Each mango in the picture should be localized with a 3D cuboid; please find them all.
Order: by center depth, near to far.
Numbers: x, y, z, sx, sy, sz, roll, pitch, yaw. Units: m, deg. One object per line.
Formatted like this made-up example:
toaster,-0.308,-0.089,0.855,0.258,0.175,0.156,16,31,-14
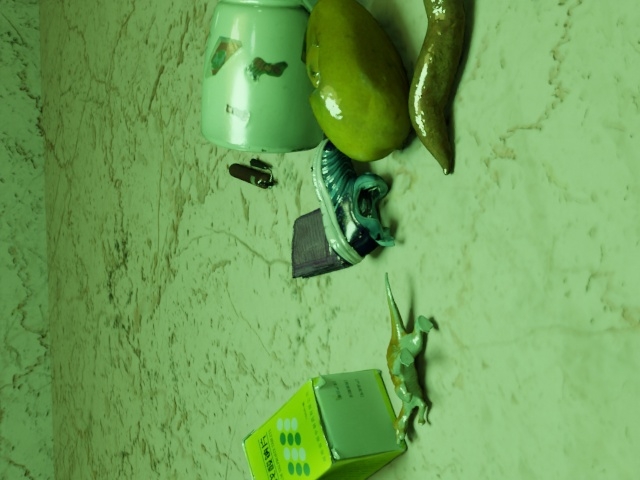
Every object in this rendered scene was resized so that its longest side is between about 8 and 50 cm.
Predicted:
mango,0.050,-0.240,1.223,0.130,0.167,0.262,-30,59,37

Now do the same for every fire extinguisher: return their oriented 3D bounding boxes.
fire extinguisher,-0.125,-0.129,1.602,0.049,0.035,0.173,-49,33,-11

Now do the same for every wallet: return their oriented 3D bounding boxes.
wallet,-0.001,0.000,1.397,0.166,0.030,0.111,-19,72,55

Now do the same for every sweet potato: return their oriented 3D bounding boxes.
sweet potato,0.157,-0.233,1.137,0.059,0.067,0.282,-66,-19,-76

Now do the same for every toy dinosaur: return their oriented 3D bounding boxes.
toy dinosaur,0.119,0.168,1.201,0.142,0.057,0.212,106,162,-55

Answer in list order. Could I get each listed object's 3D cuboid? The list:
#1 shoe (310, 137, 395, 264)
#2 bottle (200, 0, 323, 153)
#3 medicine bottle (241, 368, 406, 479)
shoe,0.053,-0.069,1.276,0.106,0.091,0.207,-25,66,21
bottle,-0.078,-0.332,1.355,0.229,0.229,0.352,29,119,54
medicine bottle,-0.001,0.313,1.288,0.250,0.141,0.137,-51,52,44
